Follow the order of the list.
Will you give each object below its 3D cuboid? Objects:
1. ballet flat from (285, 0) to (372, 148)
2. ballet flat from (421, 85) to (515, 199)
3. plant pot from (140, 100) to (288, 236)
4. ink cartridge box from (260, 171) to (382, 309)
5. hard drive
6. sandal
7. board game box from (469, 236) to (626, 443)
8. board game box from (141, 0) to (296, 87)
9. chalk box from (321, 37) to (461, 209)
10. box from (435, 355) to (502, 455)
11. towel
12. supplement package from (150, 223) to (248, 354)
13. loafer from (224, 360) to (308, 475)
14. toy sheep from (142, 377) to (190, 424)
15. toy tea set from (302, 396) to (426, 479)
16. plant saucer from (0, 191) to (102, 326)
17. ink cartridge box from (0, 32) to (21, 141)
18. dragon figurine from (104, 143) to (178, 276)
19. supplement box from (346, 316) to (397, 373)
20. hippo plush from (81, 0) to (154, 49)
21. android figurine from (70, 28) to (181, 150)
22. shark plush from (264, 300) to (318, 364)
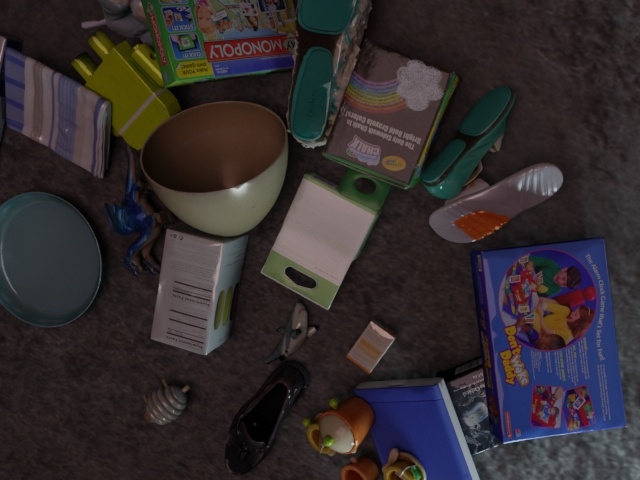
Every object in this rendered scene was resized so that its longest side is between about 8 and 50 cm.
[{"bbox_3d":[0.021,-0.382,1.396,0.147,0.147,0.409,18,110,12],"label":"ballet flat"},{"bbox_3d":[0.290,-0.178,1.378,0.247,0.083,0.087,-50,128,-2],"label":"ballet flat"},{"bbox_3d":[-0.193,-0.120,1.452,0.284,0.284,0.191,6,138,15],"label":"plant pot"},{"bbox_3d":[0.000,0.000,1.502,0.171,0.056,0.235,28,108,10],"label":"ink cartridge box"},{"bbox_3d":[0.206,0.433,1.463,0.210,0.040,0.318,-14,100,42],"label":"hard drive"},{"bbox_3d":[0.334,-0.082,1.384,0.265,0.076,0.102,-27,120,27],"label":"sandal"},{"bbox_3d":[0.417,0.179,1.339,0.233,0.078,0.347,-6,89,-4],"label":"board game box"},{"bbox_3d":[-0.176,-0.413,1.368,0.046,0.317,0.213,-11,96,50],"label":"board game box"},{"bbox_3d":[0.127,-0.206,1.374,0.180,0.179,0.289,24,105,10],"label":"chalk box"},{"bbox_3d":[0.329,0.317,1.438,0.156,0.093,0.158,-27,91,17],"label":"box"},{"bbox_3d":[-0.579,-0.276,1.590,0.285,0.034,0.209,29,131,11],"label":"towel"},{"bbox_3d":[-0.255,0.097,1.544,0.134,0.139,0.244,14,103,14],"label":"supplement package"},{"bbox_3d":[-0.135,0.394,1.576,0.109,0.095,0.302,34,105,9],"label":"loafer"},{"bbox_3d":[-0.347,0.365,1.639,0.132,0.091,0.091,-42,86,12],"label":"toy sheep"},{"bbox_3d":[0.086,0.472,1.464,0.336,0.124,0.200,46,131,14],"label":"toy tea set"},{"bbox_3d":[-0.641,0.043,1.694,0.318,0.044,0.317,3,100,15],"label":"plant saucer"},{"bbox_3d":[-0.879,-0.356,1.688,0.330,0.071,0.324,19,103,11],"label":"ink cartridge box"},{"bbox_3d":[-0.412,-0.062,1.591,0.144,0.085,0.289,-27,92,17],"label":"dragon figurine"},{"bbox_3d":[0.107,0.218,1.513,0.062,0.036,0.098,36,106,8],"label":"supplement box"},{"bbox_3d":[-0.313,-0.508,1.458,0.234,0.294,0.236,27,80,-18],"label":"hippo plush"},{"bbox_3d":[-0.394,-0.300,1.517,0.273,0.056,0.248,47,134,-9],"label":"android figurine"},{"bbox_3d":[-0.068,0.208,1.569,0.067,0.073,0.161,49,130,24],"label":"shark plush"}]
